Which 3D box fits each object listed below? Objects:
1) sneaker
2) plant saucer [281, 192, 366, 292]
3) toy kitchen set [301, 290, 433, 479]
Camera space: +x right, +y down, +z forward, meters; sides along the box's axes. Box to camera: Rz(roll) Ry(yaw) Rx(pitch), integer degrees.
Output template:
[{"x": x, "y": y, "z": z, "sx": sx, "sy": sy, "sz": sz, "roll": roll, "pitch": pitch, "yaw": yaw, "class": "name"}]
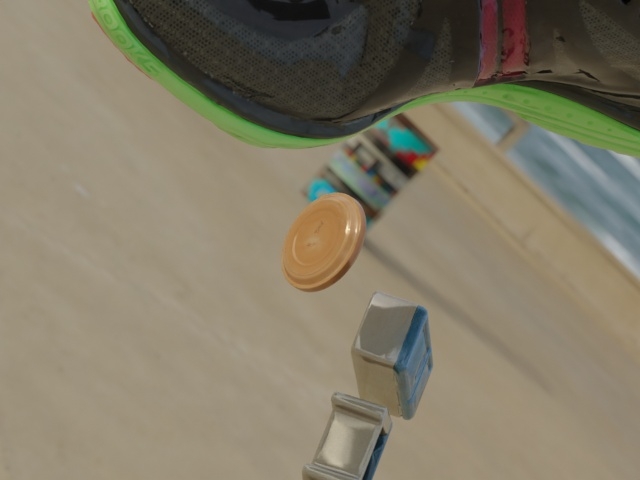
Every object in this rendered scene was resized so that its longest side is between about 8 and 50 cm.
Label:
[{"x": 0.096, "y": -0.164, "z": 0.934, "sx": 0.482, "sy": 0.202, "sz": 0.185, "roll": -1, "pitch": 58, "yaw": -25, "class": "sneaker"}, {"x": 0.000, "y": 0.000, "z": 1.258, "sx": 0.013, "sy": 0.083, "sz": 0.083, "roll": 33, "pitch": 14, "yaw": -39, "class": "plant saucer"}, {"x": 0.082, "y": 0.173, "z": 1.173, "sx": 0.166, "sy": 0.207, "sz": 0.122, "roll": 18, "pitch": -21, "yaw": 13, "class": "toy kitchen set"}]
